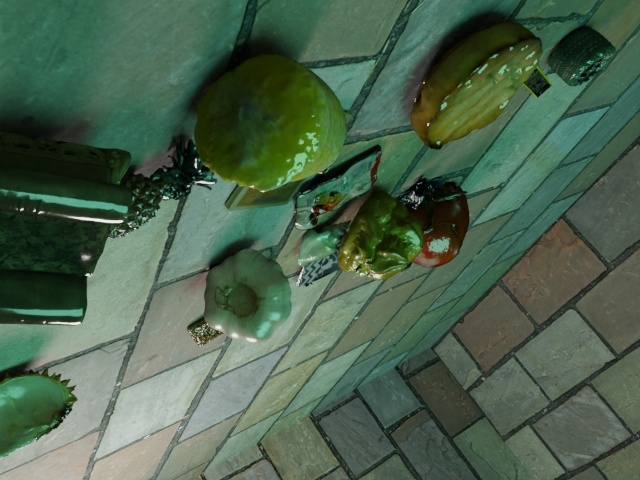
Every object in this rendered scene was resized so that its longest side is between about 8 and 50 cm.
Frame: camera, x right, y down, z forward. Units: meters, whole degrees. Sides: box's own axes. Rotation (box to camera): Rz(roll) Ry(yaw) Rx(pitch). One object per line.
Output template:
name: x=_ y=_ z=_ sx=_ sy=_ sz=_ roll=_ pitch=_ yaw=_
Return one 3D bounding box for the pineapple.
pineapple: x=-0.257 y=-0.073 z=0.970 sx=0.221 sy=0.083 sz=0.103 roll=-31 pitch=155 yaw=-14

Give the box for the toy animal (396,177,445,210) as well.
toy animal: x=0.257 y=-0.118 z=1.723 sx=0.220 sy=0.062 sz=0.108 roll=-29 pitch=176 yaw=-22

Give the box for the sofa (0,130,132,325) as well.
sofa: x=-0.348 y=0.008 z=0.798 sx=0.200 sy=0.182 sz=0.258 roll=7 pitch=135 yaw=-34

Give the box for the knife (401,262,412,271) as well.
knife: x=0.293 y=0.060 z=2.189 sx=0.060 sy=0.028 sz=0.230 roll=-18 pitch=158 yaw=-12

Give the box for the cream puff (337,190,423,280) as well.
cream puff: x=0.156 y=-0.009 z=1.568 sx=0.221 sy=0.195 sz=0.194 roll=-58 pitch=172 yaw=-33

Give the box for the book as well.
book: x=-0.058 y=-0.146 z=1.212 sx=0.170 sy=0.018 sz=0.241 roll=-11 pitch=147 yaw=-49

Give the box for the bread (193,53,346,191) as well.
bread: x=-0.068 y=-0.165 z=0.944 sx=0.197 sy=0.197 sz=0.170 roll=-44 pitch=165 yaw=18

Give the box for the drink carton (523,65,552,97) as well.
drink carton: x=0.465 y=-0.376 z=1.470 sx=0.056 sy=0.071 sz=0.166 roll=-43 pitch=160 yaw=22

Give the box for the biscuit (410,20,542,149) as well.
biscuit: x=0.303 y=-0.313 z=1.312 sx=0.296 sy=0.102 sz=0.296 roll=-32 pitch=162 yaw=-12

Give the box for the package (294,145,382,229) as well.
package: x=0.039 y=-0.105 z=1.423 sx=0.232 sy=0.040 sz=0.166 roll=-29 pitch=157 yaw=-21

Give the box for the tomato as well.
tomato: x=0.328 y=-0.011 z=1.881 sx=0.309 sy=0.170 sz=0.309 roll=-30 pitch=157 yaw=-14

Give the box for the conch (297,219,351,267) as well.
conch: x=0.005 y=0.006 z=1.562 sx=0.180 sy=0.065 sz=0.088 roll=-42 pitch=159 yaw=18

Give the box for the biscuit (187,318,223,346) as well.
biscuit: x=-0.216 y=0.184 z=1.646 sx=0.237 sy=0.026 sz=0.131 roll=-31 pitch=160 yaw=-12

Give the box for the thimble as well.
thimble: x=0.618 y=-0.434 z=1.560 sx=0.135 sy=0.090 sz=0.118 roll=-27 pitch=159 yaw=-29

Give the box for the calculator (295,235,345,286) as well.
calculator: x=0.057 y=0.031 z=1.752 sx=0.274 sy=0.028 sz=0.165 roll=-24 pitch=153 yaw=-34

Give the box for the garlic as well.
garlic: x=-0.147 y=0.119 z=1.436 sx=0.199 sy=0.199 sz=0.226 roll=-40 pitch=177 yaw=8

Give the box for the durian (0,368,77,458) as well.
durian: x=-0.590 y=0.341 z=1.245 sx=0.252 sy=0.139 sz=0.144 roll=-23 pitch=159 yaw=-33
